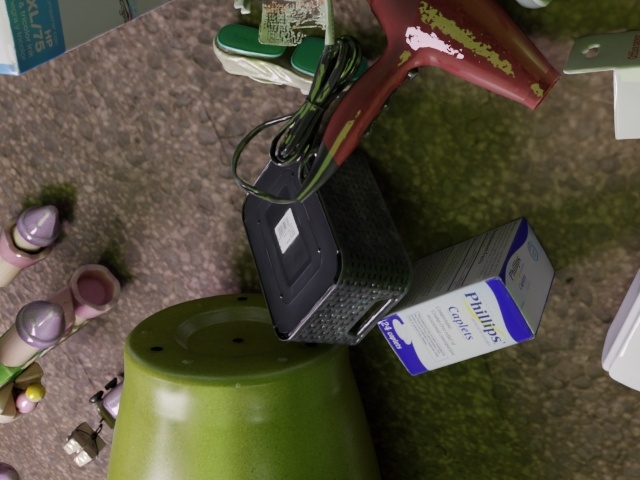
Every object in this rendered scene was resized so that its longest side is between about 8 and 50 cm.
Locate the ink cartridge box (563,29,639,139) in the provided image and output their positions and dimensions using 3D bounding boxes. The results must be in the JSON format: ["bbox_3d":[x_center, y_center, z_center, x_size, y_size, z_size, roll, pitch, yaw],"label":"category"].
[{"bbox_3d":[0.290,-0.127,0.629,0.180,0.104,0.060,0,119,25],"label":"ink cartridge box"}]

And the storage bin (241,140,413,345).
[{"bbox_3d":[0.000,0.000,0.783,0.122,0.084,0.180,-51,45,36],"label":"storage bin"}]

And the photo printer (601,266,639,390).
[{"bbox_3d":[0.430,0.064,0.671,0.307,0.107,0.256,21,124,12],"label":"photo printer"}]

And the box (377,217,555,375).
[{"bbox_3d":[0.145,0.055,0.785,0.137,0.126,0.072,-25,104,34],"label":"box"}]

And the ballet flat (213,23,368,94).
[{"bbox_3d":[-0.026,-0.172,0.789,0.168,0.057,0.052,20,152,17],"label":"ballet flat"}]

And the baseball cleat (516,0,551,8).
[{"bbox_3d":[0.116,-0.274,0.658,0.109,0.072,0.206,-17,105,46],"label":"baseball cleat"}]

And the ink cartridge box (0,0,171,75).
[{"bbox_3d":[-0.270,-0.285,0.693,0.198,0.270,0.197,9,123,20],"label":"ink cartridge box"}]

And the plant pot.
[{"bbox_3d":[-0.087,0.259,0.902,0.366,0.366,0.353,5,108,22],"label":"plant pot"}]

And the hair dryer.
[{"bbox_3d":[0.060,-0.149,0.709,0.293,0.080,0.224,1,101,18],"label":"hair dryer"}]

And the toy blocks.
[{"bbox_3d":[-0.336,0.130,0.948,0.309,0.288,0.260,51,131,-5],"label":"toy blocks"}]
